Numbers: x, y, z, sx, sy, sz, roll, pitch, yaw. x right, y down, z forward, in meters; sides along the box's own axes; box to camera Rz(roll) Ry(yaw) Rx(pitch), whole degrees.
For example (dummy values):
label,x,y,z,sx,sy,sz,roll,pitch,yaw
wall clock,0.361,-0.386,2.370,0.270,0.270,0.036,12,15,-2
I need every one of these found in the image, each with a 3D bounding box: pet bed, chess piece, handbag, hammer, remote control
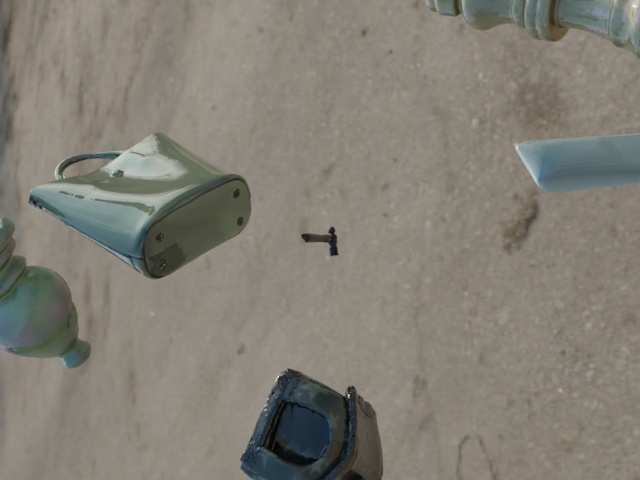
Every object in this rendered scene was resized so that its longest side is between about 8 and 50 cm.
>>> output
label,x,y,z,sx,sy,sz,roll,pitch,yaw
pet bed,0.006,0.299,1.351,0.183,0.159,0.211,-64,-21,-14
chess piece,-0.265,0.000,0.687,0.139,0.271,0.139,-33,26,18
handbag,-0.267,-0.080,1.335,0.315,0.241,0.109,32,136,33
hammer,0.000,0.000,1.953,0.021,0.178,0.065,-9,85,19
chess piece,0.323,-0.337,1.346,0.397,0.117,0.117,19,104,34
remote control,0.459,-0.134,1.513,0.051,0.293,0.103,105,153,-45
